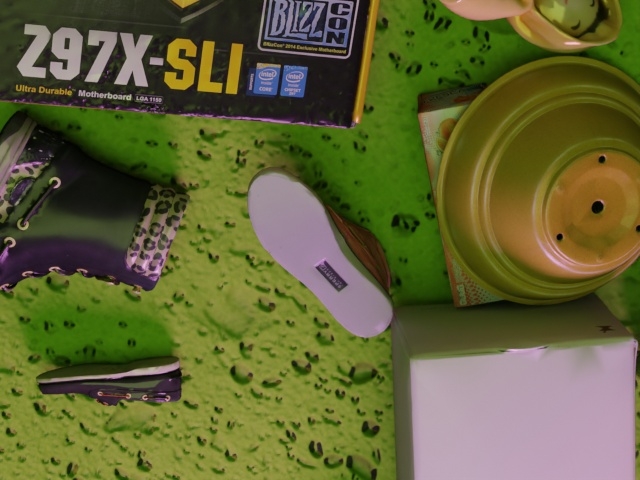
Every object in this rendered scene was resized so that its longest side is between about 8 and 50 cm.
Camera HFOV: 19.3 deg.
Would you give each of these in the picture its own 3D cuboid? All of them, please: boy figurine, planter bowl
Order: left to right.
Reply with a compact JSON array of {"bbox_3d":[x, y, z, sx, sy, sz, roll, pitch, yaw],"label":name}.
[{"bbox_3d":[0.140,-0.244,1.485,0.092,0.177,0.285,0,137,47],"label":"boy figurine"},{"bbox_3d":[0.211,-0.037,1.552,0.217,0.090,0.217,-5,107,-17],"label":"planter bowl"}]

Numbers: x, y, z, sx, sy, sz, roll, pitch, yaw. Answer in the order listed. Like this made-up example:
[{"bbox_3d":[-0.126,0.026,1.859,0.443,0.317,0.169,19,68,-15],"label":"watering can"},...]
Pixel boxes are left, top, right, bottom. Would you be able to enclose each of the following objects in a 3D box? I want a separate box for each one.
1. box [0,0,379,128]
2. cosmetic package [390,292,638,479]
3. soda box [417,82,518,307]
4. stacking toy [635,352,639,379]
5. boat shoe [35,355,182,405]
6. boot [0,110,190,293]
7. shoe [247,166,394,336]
[{"bbox_3d":[-0.111,-0.231,1.509,0.322,0.079,0.257,4,112,-12],"label":"box"},{"bbox_3d":[0.167,0.242,1.635,0.196,0.155,0.366,-2,103,-4],"label":"cosmetic package"},{"bbox_3d":[0.128,-0.039,1.613,0.063,0.058,0.183,-9,111,7],"label":"soda box"},{"bbox_3d":[0.408,0.152,1.562,0.279,0.309,0.130,40,95,3],"label":"stacking toy"},{"bbox_3d":[-0.191,0.132,1.706,0.133,0.049,0.042,-3,103,1],"label":"boat shoe"},{"bbox_3d":[-0.232,0.022,1.649,0.178,0.085,0.236,22,110,-7],"label":"boot"},{"bbox_3d":[0.000,0.000,1.624,0.063,0.081,0.178,-35,108,15],"label":"shoe"}]
